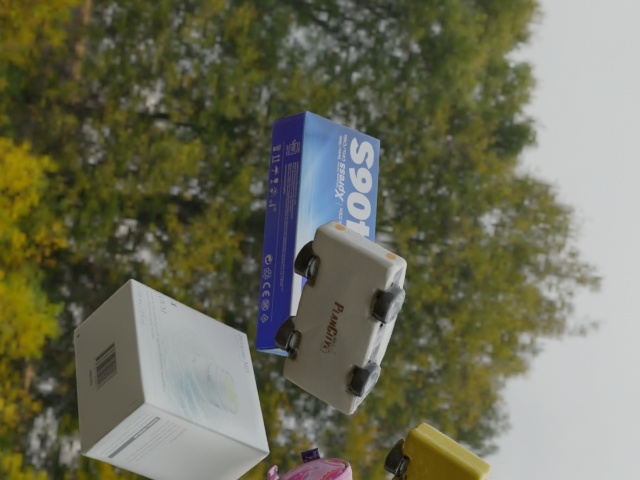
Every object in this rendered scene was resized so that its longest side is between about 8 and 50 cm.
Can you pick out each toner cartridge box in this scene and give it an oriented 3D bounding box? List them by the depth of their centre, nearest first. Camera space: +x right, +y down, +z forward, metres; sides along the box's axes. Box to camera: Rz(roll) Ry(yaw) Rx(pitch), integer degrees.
[{"bbox_3d":[0.000,0.000,1.705,0.075,0.165,0.347,-10,-109,45],"label":"toner cartridge box"}]

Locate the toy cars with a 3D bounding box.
[{"bbox_3d":[0.071,0.153,1.087,0.176,0.087,0.393,-11,-72,41],"label":"toy cars"}]

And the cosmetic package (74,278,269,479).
[{"bbox_3d":[-0.209,0.209,1.619,0.138,0.225,0.224,-40,-139,23],"label":"cosmetic package"}]

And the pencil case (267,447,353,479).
[{"bbox_3d":[0.011,0.432,1.555,0.124,0.124,0.284,-153,-131,-78],"label":"pencil case"}]
